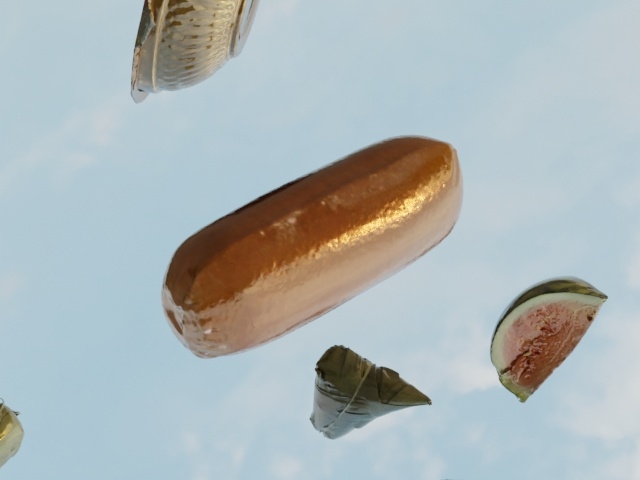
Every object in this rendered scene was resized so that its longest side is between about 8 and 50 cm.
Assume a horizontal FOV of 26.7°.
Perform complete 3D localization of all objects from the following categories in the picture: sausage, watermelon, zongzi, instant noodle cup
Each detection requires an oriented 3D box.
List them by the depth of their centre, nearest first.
[{"bbox_3d":[-0.247,0.146,0.919,0.109,0.055,0.119,-29,-178,-21],"label":"zongzi"},{"bbox_3d":[0.000,0.001,1.016,0.274,0.105,0.105,-27,-150,-32],"label":"sausage"},{"bbox_3d":[-0.110,-0.259,1.380,0.090,0.274,0.274,17,-137,0],"label":"instant noodle cup"},{"bbox_3d":[0.222,0.089,1.438,0.163,0.069,0.087,-58,-138,29],"label":"watermelon"},{"bbox_3d":[0.052,0.193,1.439,0.130,0.154,0.062,22,-136,17],"label":"zongzi"}]

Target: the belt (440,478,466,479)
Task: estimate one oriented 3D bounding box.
[{"bbox_3d":[0.119,0.328,1.337,0.179,0.100,0.065,-57,-170,-15],"label":"belt"}]
